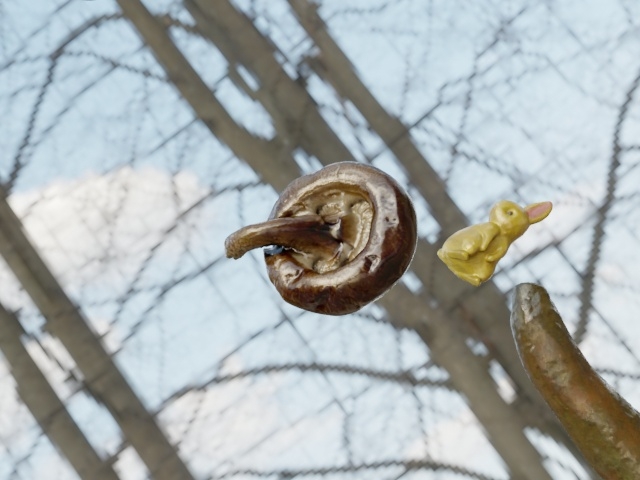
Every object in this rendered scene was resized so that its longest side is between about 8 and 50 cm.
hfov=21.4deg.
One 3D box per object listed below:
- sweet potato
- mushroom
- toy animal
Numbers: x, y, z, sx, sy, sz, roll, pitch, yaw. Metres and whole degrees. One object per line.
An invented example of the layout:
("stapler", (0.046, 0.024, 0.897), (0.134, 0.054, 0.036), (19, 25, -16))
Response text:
("sweet potato", (0.252, 0.157, 1.548), (0.075, 0.273, 0.075), (-40, 3, 2))
("mushroom", (0.000, 0.001, 1.443), (0.171, 0.135, 0.080), (-3, -29, 11))
("toy animal", (0.235, -0.014, 2.236), (0.159, 0.083, 0.070), (-37, -61, -13))
